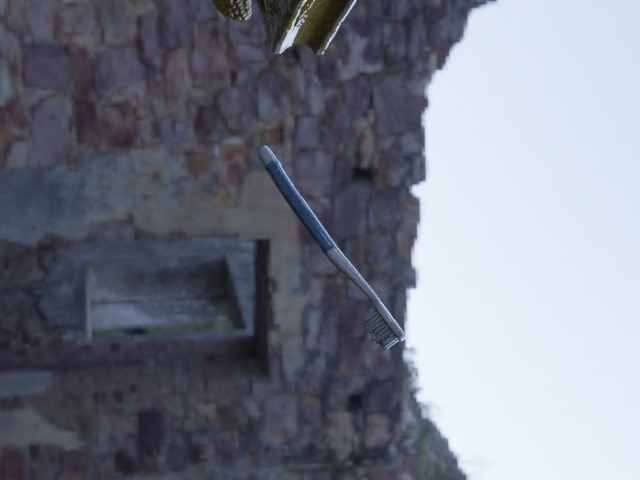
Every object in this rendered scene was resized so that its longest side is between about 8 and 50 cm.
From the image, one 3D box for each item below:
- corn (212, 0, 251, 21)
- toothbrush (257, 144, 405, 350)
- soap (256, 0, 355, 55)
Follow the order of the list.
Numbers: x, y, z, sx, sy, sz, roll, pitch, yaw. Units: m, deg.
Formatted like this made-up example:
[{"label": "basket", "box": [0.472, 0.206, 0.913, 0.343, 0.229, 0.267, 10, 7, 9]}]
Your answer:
[{"label": "corn", "box": [-0.199, -0.539, 2.154, 0.097, 0.097, 0.262, -107, 173, -55]}, {"label": "toothbrush", "box": [0.000, 0.000, 1.023, 0.276, 0.025, 0.019, 54, 1, 39]}, {"label": "soap", "box": [-0.026, -0.496, 1.991, 0.281, 0.143, 0.259, 127, -44, -70]}]
